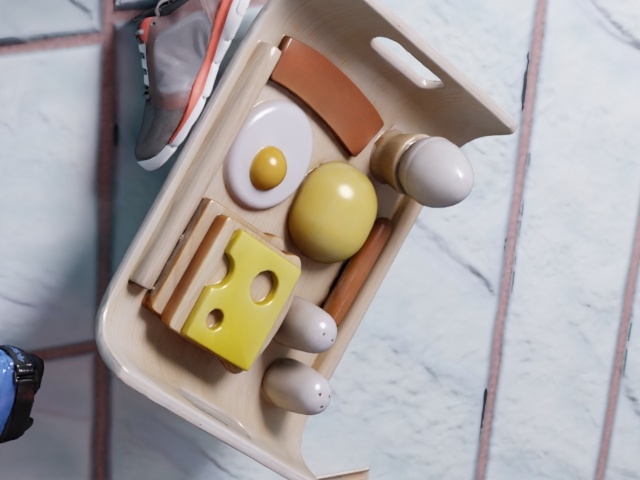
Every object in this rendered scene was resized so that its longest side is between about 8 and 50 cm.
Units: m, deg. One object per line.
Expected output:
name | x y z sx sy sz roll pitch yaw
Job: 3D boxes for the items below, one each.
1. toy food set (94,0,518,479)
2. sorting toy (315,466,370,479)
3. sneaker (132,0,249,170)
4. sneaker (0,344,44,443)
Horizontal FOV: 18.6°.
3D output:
toy food set | 0.000 0.000 1.339 0.219 0.092 0.306 35 80 -43
sorting toy | 0.001 0.212 1.559 0.083 0.012 0.062 -7 120 -26
sneaker | -0.098 -0.124 1.296 0.064 0.061 0.158 23 105 -8
sneaker | -0.233 0.075 1.325 0.084 0.058 0.152 -17 116 -29
